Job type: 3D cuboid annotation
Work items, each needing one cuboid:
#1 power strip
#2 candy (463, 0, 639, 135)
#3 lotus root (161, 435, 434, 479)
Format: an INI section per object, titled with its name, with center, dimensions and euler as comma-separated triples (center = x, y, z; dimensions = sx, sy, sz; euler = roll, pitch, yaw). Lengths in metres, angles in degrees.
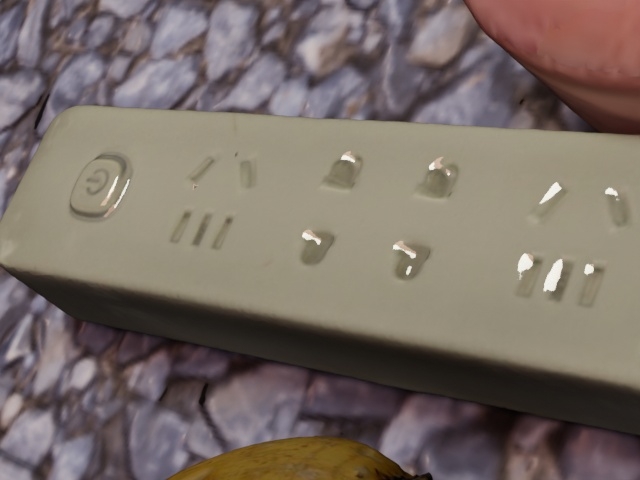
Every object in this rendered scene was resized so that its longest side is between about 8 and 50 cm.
[power strip]
center = 0.000, 0.000, 0.616
dimensions = 0.385, 0.062, 0.091
euler = 8, 69, 42
[candy]
center = 0.151, -0.146, 0.546
dimensions = 0.255, 0.094, 0.255
euler = -20, 56, 32
[lotus root]
center = -0.054, 0.173, 0.512
dimensions = 0.278, 0.154, 0.154
euler = -40, 46, 23
